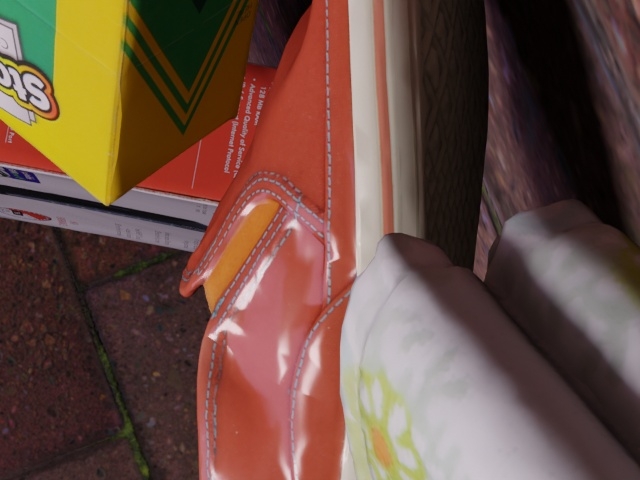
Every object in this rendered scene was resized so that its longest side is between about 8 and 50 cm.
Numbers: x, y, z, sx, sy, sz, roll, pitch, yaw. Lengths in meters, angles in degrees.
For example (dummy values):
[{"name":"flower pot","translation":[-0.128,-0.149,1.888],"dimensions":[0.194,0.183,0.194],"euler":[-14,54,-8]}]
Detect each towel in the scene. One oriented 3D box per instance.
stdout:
[{"name":"towel","translation":[0.132,0.202,0.434],"dimensions":[0.374,0.090,0.320],"euler":[53,166,38]}]

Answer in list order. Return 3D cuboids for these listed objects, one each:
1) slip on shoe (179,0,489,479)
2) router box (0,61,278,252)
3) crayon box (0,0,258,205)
[{"name":"slip on shoe","translation":[0.000,0.000,0.602],"dimensions":[0.123,0.101,0.331],"euler":[-6,-79,-73]},{"name":"router box","translation":[-0.130,-0.057,1.071],"dimensions":[0.335,0.301,0.082],"euler":[128,152,-83]},{"name":"crayon box","translation":[-0.181,-0.236,0.787],"dimensions":[0.363,0.106,0.313],"euler":[38,146,17]}]
